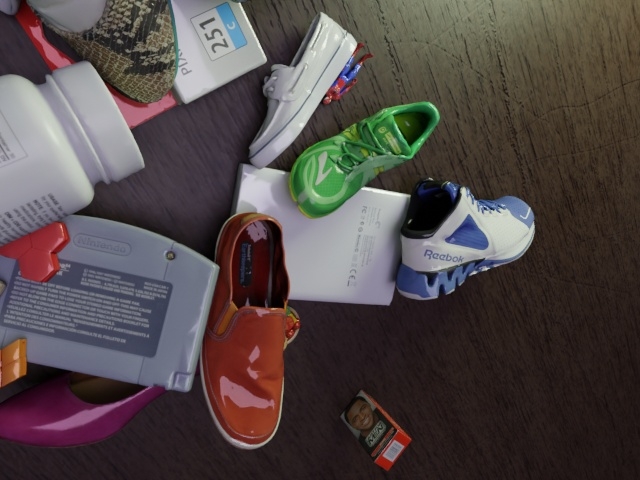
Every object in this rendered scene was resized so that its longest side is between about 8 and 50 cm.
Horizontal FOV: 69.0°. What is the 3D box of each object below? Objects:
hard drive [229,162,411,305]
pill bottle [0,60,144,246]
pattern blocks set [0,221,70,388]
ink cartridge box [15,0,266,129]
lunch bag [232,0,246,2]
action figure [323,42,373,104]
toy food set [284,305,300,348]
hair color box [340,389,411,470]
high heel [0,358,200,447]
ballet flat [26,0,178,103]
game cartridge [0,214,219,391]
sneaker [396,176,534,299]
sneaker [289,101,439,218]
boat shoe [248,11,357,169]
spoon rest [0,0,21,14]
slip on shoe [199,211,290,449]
[{"bbox_3d":[0.000,0.000,0.803,0.318,0.040,0.210,7,99,-25],"label":"hard drive"},{"bbox_3d":[-0.355,-0.079,0.504,0.283,0.160,0.160,-30,112,-20],"label":"pill bottle"},{"bbox_3d":[-0.484,0.087,0.556,0.285,0.026,0.325,21,83,-3],"label":"pattern blocks set"},{"bbox_3d":[-0.252,-0.314,0.605,0.261,0.066,0.296,-33,113,-14],"label":"ink cartridge box"},{"bbox_3d":[-0.072,-0.449,0.547,0.243,0.115,0.303,49,50,-43],"label":"lunch bag"},{"bbox_3d":[0.040,-0.270,0.765,0.038,0.030,0.115,38,88,-31],"label":"action figure"},{"bbox_3d":[-0.075,0.153,0.819,0.083,0.020,0.082,-39,114,-10],"label":"toy food set"},{"bbox_3d":[0.100,0.351,0.875,0.043,0.141,0.072,42,84,-26],"label":"hair color box"},{"bbox_3d":[-0.261,0.164,0.676,0.377,0.127,0.181,-7,119,-37],"label":"high heel"},{"bbox_3d":[-0.273,-0.371,0.444,0.164,0.182,0.483,2,113,20],"label":"ballet flat"},{"bbox_3d":[-0.294,0.071,0.614,0.297,0.062,0.198,13,79,-2],"label":"game cartridge"},{"bbox_3d":[0.260,-0.038,0.833,0.315,0.127,0.182,-26,120,-25],"label":"sneaker"},{"bbox_3d":[0.070,-0.144,0.733,0.295,0.123,0.109,-38,95,-23],"label":"sneaker"},{"bbox_3d":[-0.047,-0.229,0.709,0.084,0.095,0.258,37,76,-22],"label":"boat shoe"},{"bbox_3d":[-0.432,-0.362,0.488,0.084,0.137,0.276,-46,105,-21],"label":"spoon rest"},{"bbox_3d":[-0.097,0.117,0.647,0.123,0.101,0.331,6,78,-26],"label":"slip on shoe"}]
